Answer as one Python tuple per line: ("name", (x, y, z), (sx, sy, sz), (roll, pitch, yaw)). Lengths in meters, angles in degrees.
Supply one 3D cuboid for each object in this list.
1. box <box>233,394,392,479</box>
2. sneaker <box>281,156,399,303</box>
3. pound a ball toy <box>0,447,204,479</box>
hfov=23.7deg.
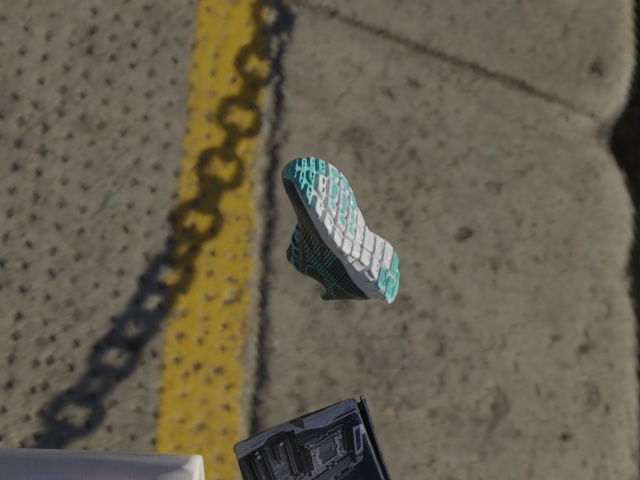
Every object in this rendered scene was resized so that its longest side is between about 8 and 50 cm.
("box", (0.053, 0.271, 0.807), (0.242, 0.076, 0.307), (-112, -178, -48))
("sneaker", (0.000, 0.000, 1.242), (0.166, 0.076, 0.065), (56, 34, -39))
("pound a ball toy", (-0.169, 0.184, 0.663), (0.319, 0.136, 0.208), (2, 42, 1))
